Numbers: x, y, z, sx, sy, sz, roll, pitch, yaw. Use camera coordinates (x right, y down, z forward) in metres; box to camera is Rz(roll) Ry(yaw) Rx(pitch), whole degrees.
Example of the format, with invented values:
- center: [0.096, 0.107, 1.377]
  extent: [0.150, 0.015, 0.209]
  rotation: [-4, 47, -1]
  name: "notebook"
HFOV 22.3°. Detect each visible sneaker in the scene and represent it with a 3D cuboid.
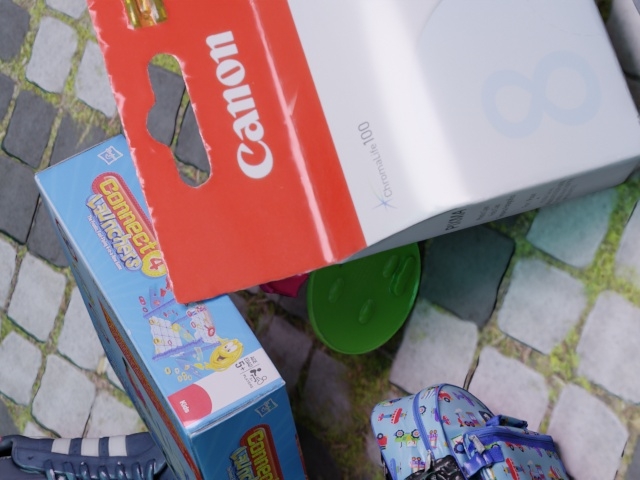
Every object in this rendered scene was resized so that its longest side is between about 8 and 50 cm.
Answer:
- center: [-0.239, 0.254, 1.608]
  extent: [0.350, 0.148, 0.131]
  rotation: [-9, 84, 38]
  name: "sneaker"

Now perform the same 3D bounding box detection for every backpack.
- center: [0.124, 0.190, 1.321]
  extent: [0.117, 0.158, 0.173]
  rotation: [-38, 55, 23]
  name: "backpack"

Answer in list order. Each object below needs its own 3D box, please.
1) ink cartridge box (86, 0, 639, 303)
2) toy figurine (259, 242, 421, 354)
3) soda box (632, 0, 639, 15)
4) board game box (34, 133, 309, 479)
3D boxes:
- center: [0.029, -0.148, 1.290]
  extent: [0.091, 0.385, 0.308]
  rotation: [106, 148, -73]
  name: "ink cartridge box"
- center: [0.000, 0.000, 1.457]
  extent: [0.159, 0.130, 0.173]
  rotation: [20, 80, 47]
  name: "toy figurine"
- center: [0.296, -0.145, 1.240]
  extent: [0.053, 0.060, 0.169]
  rotation: [-34, 70, 35]
  name: "soda box"
- center: [-0.118, 0.114, 1.411]
  extent: [0.308, 0.086, 0.302]
  rotation: [54, 165, 34]
  name: "board game box"
